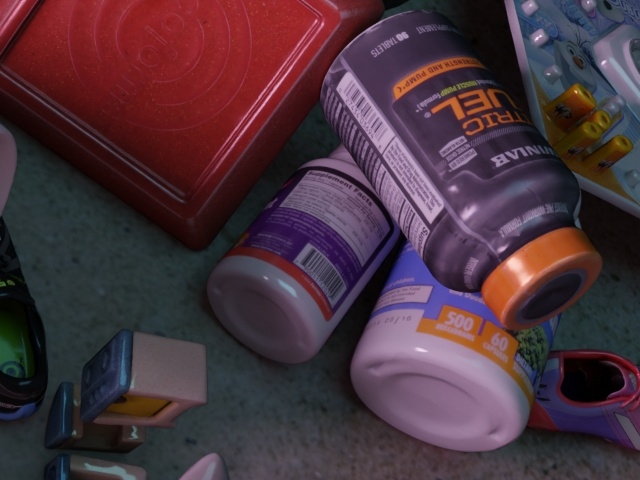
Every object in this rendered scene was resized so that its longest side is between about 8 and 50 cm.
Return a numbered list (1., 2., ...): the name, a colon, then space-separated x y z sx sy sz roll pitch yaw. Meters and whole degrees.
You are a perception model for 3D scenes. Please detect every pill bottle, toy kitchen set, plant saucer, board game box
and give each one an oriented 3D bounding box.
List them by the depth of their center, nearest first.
1. toy kitchen set: -0.157 0.180 0.780 0.122 0.166 0.207 9 64 -27
2. pill bottle: 0.110 -0.051 0.910 0.130 0.130 0.246 -12 56 -33
3. plant saucer: -0.123 -0.156 0.926 0.259 0.258 0.048 36 10 -11
4. pill bottle: 0.000 0.000 0.989 0.108 0.108 0.193 43 54 -6
5. pill bottle: 0.139 0.030 1.027 0.152 0.152 0.272 33 57 -12
6. board game box: 0.338 -0.171 1.207 0.390 0.050 0.390 21 48 -33

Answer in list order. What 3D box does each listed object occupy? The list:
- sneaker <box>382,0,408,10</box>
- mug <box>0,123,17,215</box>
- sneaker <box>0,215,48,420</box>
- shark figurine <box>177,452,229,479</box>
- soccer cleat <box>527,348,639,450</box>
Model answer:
1. sneaker: -0.108 -0.301 1.030 0.410 0.158 0.182 9 42 -5
2. mug: -0.377 -0.065 0.725 0.328 0.276 0.374 34 34 0
3. sneaker: -0.235 0.034 0.858 0.067 0.078 0.188 -14 75 -34
4. shark figurine: -0.050 0.294 0.753 0.166 0.116 0.278 -36 107 -8
5. soccer cleat: 0.280 0.142 1.090 0.248 0.095 0.083 10 63 -25
